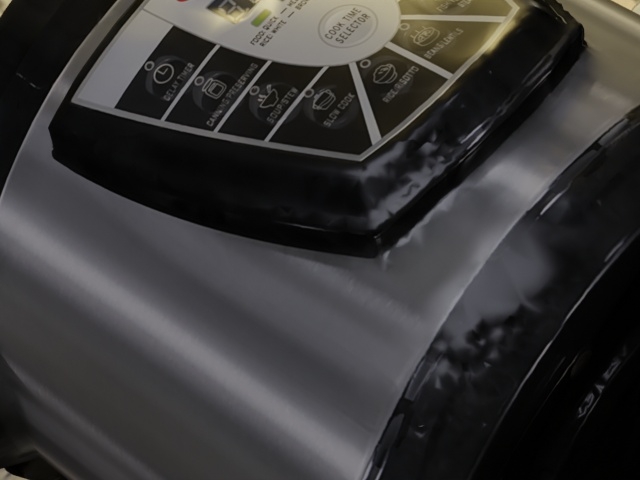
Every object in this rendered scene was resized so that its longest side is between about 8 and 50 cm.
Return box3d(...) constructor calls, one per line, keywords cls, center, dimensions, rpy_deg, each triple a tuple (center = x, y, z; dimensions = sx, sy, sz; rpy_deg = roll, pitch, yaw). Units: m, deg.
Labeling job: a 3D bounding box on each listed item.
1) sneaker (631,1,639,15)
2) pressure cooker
box3d(cls="sneaker", center=(0.321, -0.085, 1.121), dimensions=(0.281, 0.105, 0.115), rpy_deg=(2, 94, 17))
box3d(cls="pressure cooker", center=(-0.001, 0.005, 1.004), dimensions=(0.420, 0.370, 0.376), rpy_deg=(33, 107, 30))
